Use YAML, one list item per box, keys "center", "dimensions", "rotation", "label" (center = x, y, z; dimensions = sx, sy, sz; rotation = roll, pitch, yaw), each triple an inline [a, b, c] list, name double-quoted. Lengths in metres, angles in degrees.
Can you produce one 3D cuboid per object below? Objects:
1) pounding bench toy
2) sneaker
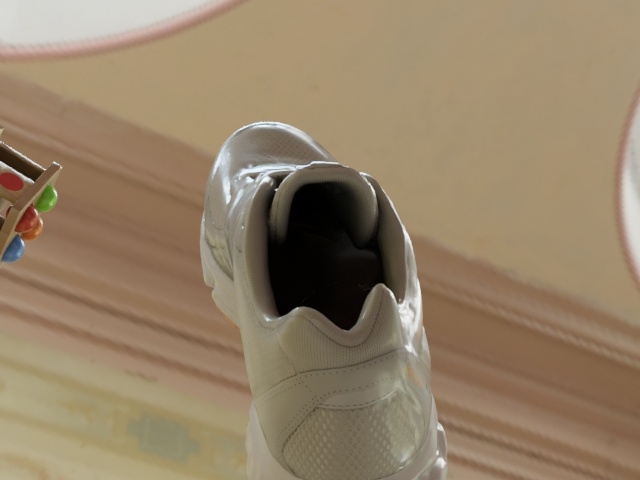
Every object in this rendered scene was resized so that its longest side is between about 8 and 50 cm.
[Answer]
- center: [-0.174, -0.030, 0.737]
  dimensions: [0.065, 0.052, 0.083]
  rotation: [31, -146, -2]
  label: "pounding bench toy"
- center: [0.000, 0.000, 0.593]
  dimensions: [0.099, 0.121, 0.262]
  rotation: [-8, -145, -9]
  label: "sneaker"
